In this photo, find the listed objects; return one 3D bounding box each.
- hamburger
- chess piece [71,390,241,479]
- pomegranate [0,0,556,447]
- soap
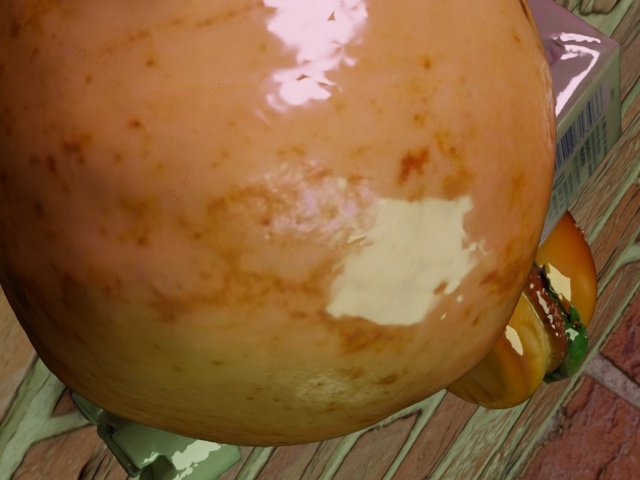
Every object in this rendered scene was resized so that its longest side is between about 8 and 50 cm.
[{"bbox_3d":[0.138,0.023,1.743,0.170,0.246,0.246,-49,163,-18],"label":"hamburger"},{"bbox_3d":[-0.036,0.063,1.478,0.299,0.194,0.194,-39,160,-12],"label":"chess piece"},{"bbox_3d":[-0.055,-0.052,1.008,0.342,0.342,0.342,-46,162,-20],"label":"pomegranate"},{"bbox_3d":[0.122,-0.112,1.509,0.138,0.182,0.199,-52,162,-9],"label":"soap"}]
